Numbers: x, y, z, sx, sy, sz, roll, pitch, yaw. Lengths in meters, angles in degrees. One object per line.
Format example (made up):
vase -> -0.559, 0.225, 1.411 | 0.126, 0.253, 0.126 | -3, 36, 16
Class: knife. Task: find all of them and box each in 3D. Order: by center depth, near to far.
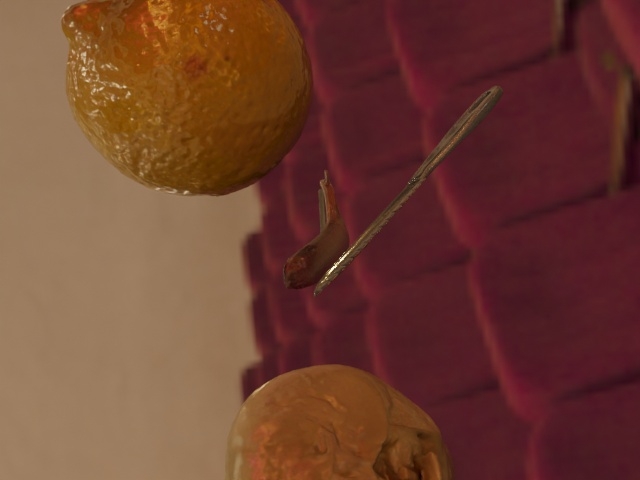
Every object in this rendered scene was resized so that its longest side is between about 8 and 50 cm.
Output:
knife -> 0.090, -0.051, 1.802 | 0.019, 0.313, 0.044 | 47, 158, -11
knife -> 0.002, 0.000, 2.059 | 0.278, 0.053, 0.123 | -60, -37, -76

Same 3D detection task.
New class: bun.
bun -> 0.050, 0.310, 2.106 | 0.361, 0.213, 0.361 | 38, -141, -40

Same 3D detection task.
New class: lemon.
lemon -> -0.132, -0.157, 1.771 | 0.253, 0.228, 0.228 | 28, -138, -41
